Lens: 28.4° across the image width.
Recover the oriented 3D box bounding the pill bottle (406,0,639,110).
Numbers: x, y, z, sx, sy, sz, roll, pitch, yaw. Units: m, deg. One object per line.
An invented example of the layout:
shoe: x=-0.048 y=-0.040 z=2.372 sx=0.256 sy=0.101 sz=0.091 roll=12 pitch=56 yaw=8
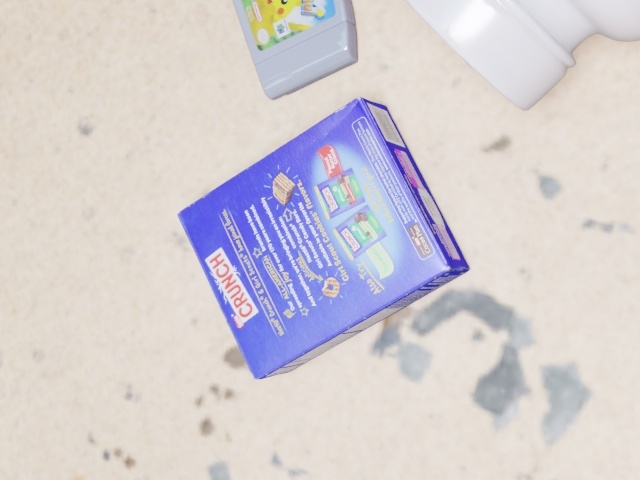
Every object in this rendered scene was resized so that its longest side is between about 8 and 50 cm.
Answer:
pill bottle: x=0.121 y=-0.146 z=0.508 sx=0.187 sy=0.112 sz=0.112 roll=-46 pitch=72 yaw=14

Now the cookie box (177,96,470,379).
cookie box: x=0.000 y=0.000 z=0.589 sx=0.107 sy=0.040 sz=0.092 roll=-30 pitch=76 yaw=18

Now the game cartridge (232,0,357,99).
game cartridge: x=-0.014 y=-0.117 z=0.616 sx=0.056 sy=0.017 sz=0.083 roll=-23 pitch=79 yaw=16
